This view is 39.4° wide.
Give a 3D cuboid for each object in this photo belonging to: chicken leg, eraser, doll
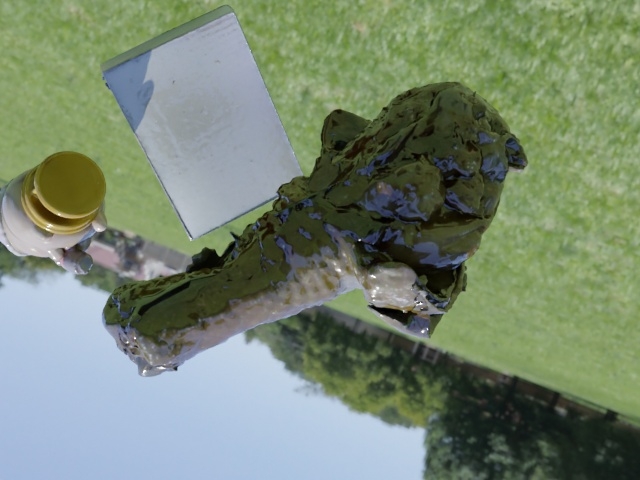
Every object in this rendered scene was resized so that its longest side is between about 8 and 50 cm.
[{"bbox_3d":[0.005,0.002,0.399,0.125,0.196,0.080,21,146,47],"label":"chicken leg"},{"bbox_3d":[-0.083,-0.083,0.659,0.150,0.104,0.023,67,173,-31],"label":"eraser"},{"bbox_3d":[-0.187,-0.011,0.632,0.127,0.073,0.084,-30,87,57],"label":"doll"}]
